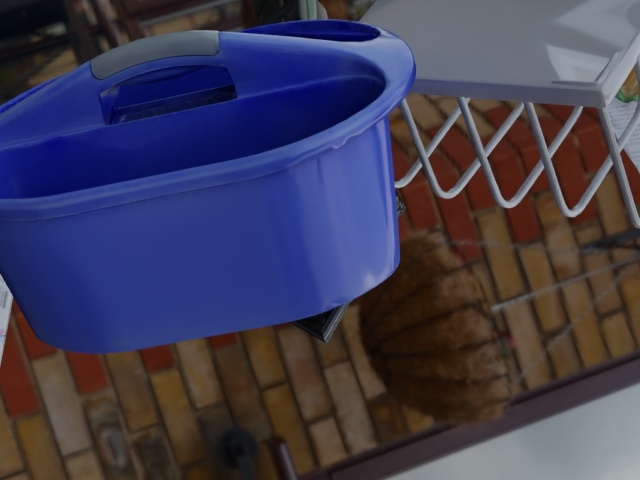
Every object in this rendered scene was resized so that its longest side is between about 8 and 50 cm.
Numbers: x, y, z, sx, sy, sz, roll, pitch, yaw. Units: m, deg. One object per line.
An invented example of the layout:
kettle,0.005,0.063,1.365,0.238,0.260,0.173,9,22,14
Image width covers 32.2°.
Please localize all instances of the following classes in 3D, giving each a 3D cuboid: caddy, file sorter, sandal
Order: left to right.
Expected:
caddy,-0.094,-0.063,0.795,0.241,0.341,0.179,-91,168,-58
sandal,-0.024,-0.251,1.399,0.120,0.086,0.302,-22,-117,46
file sorter,0.182,-0.139,0.990,0.278,0.193,0.173,12,-38,39

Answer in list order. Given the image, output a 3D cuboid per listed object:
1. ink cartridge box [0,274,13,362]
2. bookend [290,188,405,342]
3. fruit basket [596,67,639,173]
ink cartridge box,-0.358,0.074,1.024,0.127,0.072,0.175,39,52,-57
bookend,0.000,0.000,1.011,0.072,0.156,0.157,29,-5,17
fruit basket,0.400,-0.172,1.270,0.165,0.327,0.353,-43,-114,48
